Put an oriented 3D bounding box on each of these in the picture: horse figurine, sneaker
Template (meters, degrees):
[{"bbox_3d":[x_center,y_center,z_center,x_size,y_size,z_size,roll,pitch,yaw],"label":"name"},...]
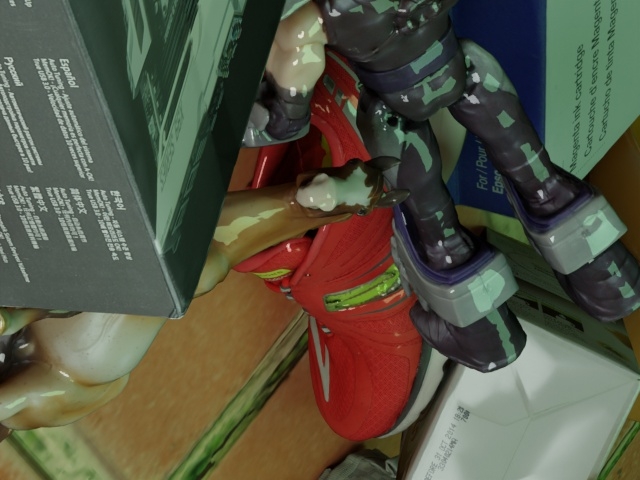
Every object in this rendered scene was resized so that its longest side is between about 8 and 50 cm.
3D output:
[{"bbox_3d":[-0.107,0.036,0.720,0.263,0.066,0.174,-42,164,29],"label":"horse figurine"},{"bbox_3d":[0.000,0.000,0.921,0.118,0.107,0.279,-24,132,-27],"label":"sneaker"}]

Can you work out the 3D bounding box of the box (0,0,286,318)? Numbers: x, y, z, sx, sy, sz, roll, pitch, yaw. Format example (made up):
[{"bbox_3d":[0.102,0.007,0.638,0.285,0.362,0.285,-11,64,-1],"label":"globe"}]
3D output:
[{"bbox_3d":[-0.076,-0.164,0.503,0.307,0.077,0.242,76,23,-49],"label":"box"}]

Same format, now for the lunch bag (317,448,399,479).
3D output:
[{"bbox_3d":[0.060,0.304,1.129,0.169,0.235,0.287,-6,121,-54],"label":"lunch bag"}]

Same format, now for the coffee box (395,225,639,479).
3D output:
[{"bbox_3d":[0.116,0.092,1.066,0.246,0.098,0.141,-65,179,-77],"label":"coffee box"}]

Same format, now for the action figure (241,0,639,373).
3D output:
[{"bbox_3d":[0.044,-0.068,0.779,0.185,0.099,0.285,-30,123,-3],"label":"action figure"}]

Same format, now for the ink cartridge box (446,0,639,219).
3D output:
[{"bbox_3d":[0.149,-0.169,1.017,0.330,0.071,0.324,-47,150,-27],"label":"ink cartridge box"}]

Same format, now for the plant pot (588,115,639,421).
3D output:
[{"bbox_3d":[0.260,0.025,1.270,0.205,0.205,0.188,-21,148,-51],"label":"plant pot"}]
